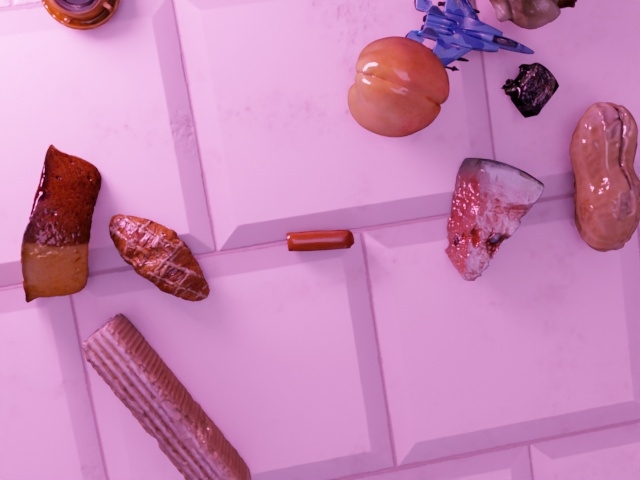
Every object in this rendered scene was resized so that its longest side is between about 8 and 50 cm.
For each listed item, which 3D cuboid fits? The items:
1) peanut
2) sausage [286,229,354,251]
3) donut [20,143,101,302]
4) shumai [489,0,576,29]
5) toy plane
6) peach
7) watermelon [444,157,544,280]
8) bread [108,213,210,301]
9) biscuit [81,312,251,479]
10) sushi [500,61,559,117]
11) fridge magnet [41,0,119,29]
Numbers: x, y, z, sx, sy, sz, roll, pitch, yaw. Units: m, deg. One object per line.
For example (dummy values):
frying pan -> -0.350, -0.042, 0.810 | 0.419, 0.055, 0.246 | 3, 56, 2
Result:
peanut -> 0.552, -0.121, 1.238 | 0.130, 0.130, 0.290 | -8, 94, -5
sausage -> 0.000, 0.000, 1.234 | 0.131, 0.041, 0.039 | -2, 91, -6
donut -> -0.459, -0.021, 1.138 | 0.112, 0.151, 0.295 | 6, 95, -16
shumai -> 0.351, -0.492, 1.159 | 0.189, 0.256, 0.218 | -6, 123, 35
toy plane -> 0.285, -0.387, 1.210 | 0.246, 0.078, 0.169 | 12, 94, -13
peach -> 0.142, -0.275, 1.158 | 0.184, 0.184, 0.184 | -1, 96, -6
watermelon -> 0.318, -0.039, 1.249 | 0.154, 0.094, 0.241 | 20, 96, 0
bread -> -0.297, 0.031, 1.192 | 0.233, 0.076, 0.105 | 42, 92, -10
biscuit -> -0.276, 0.327, 1.190 | 0.078, 0.144, 0.426 | -38, 99, -2
sushi -> 0.407, -0.298, 1.238 | 0.084, 0.056, 0.083 | 44, 90, -9
fridge magnet -> -0.428, -0.448, 1.135 | 0.143, 0.063, 0.143 | -1, 99, -7
